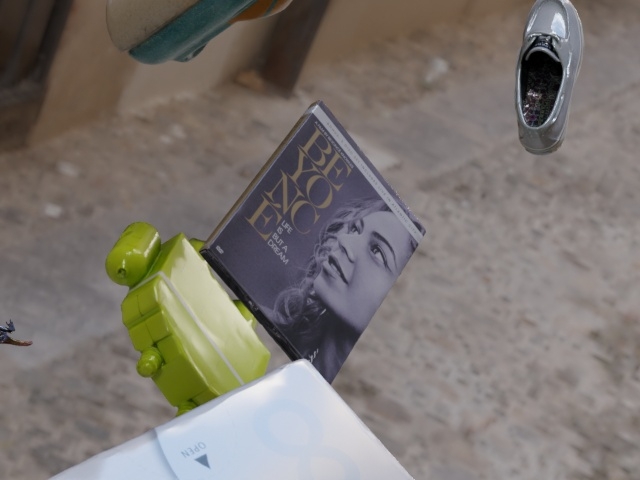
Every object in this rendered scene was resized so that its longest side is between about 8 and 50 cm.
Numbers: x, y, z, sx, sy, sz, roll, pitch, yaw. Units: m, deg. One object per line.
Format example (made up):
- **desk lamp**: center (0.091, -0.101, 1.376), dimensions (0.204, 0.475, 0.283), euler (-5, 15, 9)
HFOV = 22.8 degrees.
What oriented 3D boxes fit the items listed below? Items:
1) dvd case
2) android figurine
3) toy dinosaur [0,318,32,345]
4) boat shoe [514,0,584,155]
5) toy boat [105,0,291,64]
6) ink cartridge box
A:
- **dvd case**: center (0.000, 0.000, 1.397), dimensions (0.164, 0.018, 0.221), euler (50, 45, -17)
- **android figurine**: center (-0.125, 0.096, 1.594), dimensions (0.248, 0.056, 0.273), euler (55, 17, -15)
- **toy dinosaur**: center (-0.436, 0.131, 2.059), dimensions (0.090, 0.082, 0.047), euler (48, 36, -31)
- **boat shoe**: center (0.287, -0.222, 2.007), dimensions (0.079, 0.227, 0.081), euler (3, -22, 15)
- **toy boat**: center (-0.063, -0.290, 1.626), dimensions (0.148, 0.267, 0.318), euler (52, 39, -12)
- **ink cartridge box**: center (-0.003, 0.282, 1.082), dimensions (0.385, 0.091, 0.308), euler (45, 38, 20)
